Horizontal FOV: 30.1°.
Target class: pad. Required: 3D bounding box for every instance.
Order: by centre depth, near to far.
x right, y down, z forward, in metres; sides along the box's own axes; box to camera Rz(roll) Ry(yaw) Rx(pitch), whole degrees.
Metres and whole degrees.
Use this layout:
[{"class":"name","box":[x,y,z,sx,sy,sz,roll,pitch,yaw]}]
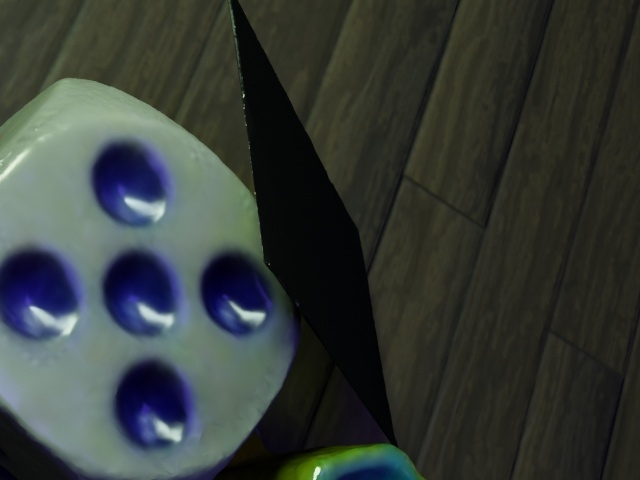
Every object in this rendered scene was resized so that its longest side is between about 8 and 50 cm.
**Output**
[{"class":"pad","box":[0.000,0.000,0.961,0.367,0.007,0.247,60,17,-56]}]

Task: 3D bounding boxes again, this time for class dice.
[{"class":"dice","box":[-0.178,0.049,0.865,0.251,0.259,0.243,47,60,-17]}]

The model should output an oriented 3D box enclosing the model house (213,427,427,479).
[{"class":"model house","box":[-0.013,0.293,0.939,0.215,0.237,0.303,-10,83,-37]}]
